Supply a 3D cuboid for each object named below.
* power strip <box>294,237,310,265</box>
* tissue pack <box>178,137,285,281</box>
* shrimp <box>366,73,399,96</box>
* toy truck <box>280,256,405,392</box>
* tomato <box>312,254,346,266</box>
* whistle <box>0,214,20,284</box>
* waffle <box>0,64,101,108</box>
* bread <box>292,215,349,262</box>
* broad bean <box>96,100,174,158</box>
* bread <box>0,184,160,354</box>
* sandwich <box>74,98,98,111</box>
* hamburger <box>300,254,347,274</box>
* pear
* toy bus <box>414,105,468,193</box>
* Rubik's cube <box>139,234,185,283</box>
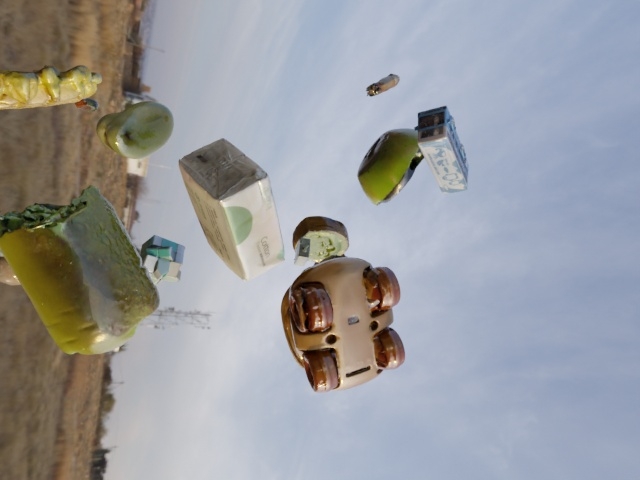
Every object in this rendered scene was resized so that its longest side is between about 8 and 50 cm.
[{"bbox_3d":[-0.061,0.036,1.499,0.175,0.042,0.075,123,-25,-68],"label":"power strip"},{"bbox_3d":[-0.257,-0.085,1.277,0.266,0.194,0.356,41,-28,35],"label":"tissue pack"},{"bbox_3d":[0.171,-0.455,1.240,0.099,0.180,0.041,-8,-66,36],"label":"shrimp"},{"bbox_3d":[0.037,0.168,0.846,0.212,0.205,0.287,-156,-126,-69],"label":"toy truck"},{"bbox_3d":[0.073,0.156,2.051,0.199,0.112,0.228,-38,-119,3],"label":"tomato"},{"bbox_3d":[-0.996,0.018,1.360,0.347,0.189,0.189,93,-15,-47],"label":"whistle"},{"bbox_3d":[-0.536,-0.248,0.692,0.329,0.330,0.062,-147,-130,-62],"label":"waffle"},{"bbox_3d":[0.000,0.000,1.639,0.236,0.236,0.069,-52,-148,45],"label":"bread"},{"bbox_3d":[-0.602,-0.366,1.414,0.121,0.263,0.188,31,-44,30],"label":"broad bean"},{"bbox_3d":[-0.540,0.073,0.981,0.209,0.251,0.376,-10,-72,35],"label":"bread"},{"bbox_3d":[-0.815,-0.472,1.471,0.101,0.069,0.026,-2,-88,42],"label":"sandwich"},{"bbox_3d":[0.070,0.176,1.304,0.285,0.134,0.265,13,-51,24],"label":"hamburger"},{"bbox_3d":[0.301,-0.359,1.874,0.398,0.165,0.398,-52,-167,16],"label":"pear"},{"bbox_3d":[0.394,-0.279,1.336,0.106,0.297,0.130,-7,-120,30],"label":"toy bus"},{"bbox_3d":[-0.816,0.117,2.157,0.265,0.224,0.212,-30,-131,35],"label":"Rubik's cube"}]
